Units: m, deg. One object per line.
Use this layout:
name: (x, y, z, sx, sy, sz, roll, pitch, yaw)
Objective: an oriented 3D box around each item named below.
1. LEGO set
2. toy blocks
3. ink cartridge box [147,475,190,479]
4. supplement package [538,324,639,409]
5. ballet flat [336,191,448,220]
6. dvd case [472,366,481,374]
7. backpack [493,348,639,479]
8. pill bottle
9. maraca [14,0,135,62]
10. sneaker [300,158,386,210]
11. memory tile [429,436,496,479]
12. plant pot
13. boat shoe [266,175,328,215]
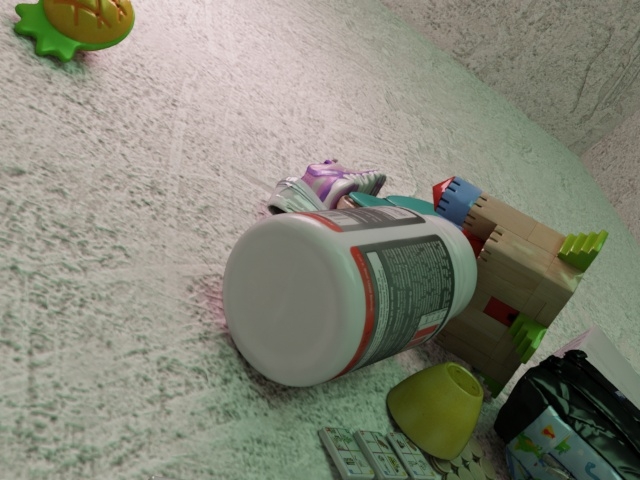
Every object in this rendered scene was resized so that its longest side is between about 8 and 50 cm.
LEGO set: (0.105, 0.343, 0.933, 0.182, 0.060, 0.244, 18, 27, -44)
toy blocks: (0.255, 0.069, 1.241, 0.261, 0.381, 0.190, 31, 53, 14)
ink cartridge box: (-0.028, 0.328, 0.721, 0.333, 0.065, 0.165, 22, 36, -38)
supplement package: (0.521, 0.300, 1.464, 0.194, 0.149, 0.203, 53, 27, 12)
ballet flat: (0.120, -0.026, 1.371, 0.316, 0.106, 0.107, 4, 28, -50)
dvd case: (0.302, 0.209, 1.419, 0.087, 0.013, 0.119, 29, 33, -32)
backpack: (0.452, 0.376, 1.188, 0.356, 0.273, 0.290, 35, 17, 27)
pill bottle: (0.060, 0.059, 1.025, 0.363, 0.210, 0.210, -7, 58, -53)
maraca: (-0.354, -0.326, 1.102, 0.127, 0.099, 0.186, 45, 53, 1)
sneaker: (0.040, -0.106, 1.390, 0.105, 0.095, 0.236, 35, 19, 19)
memory tile: (0.203, 0.319, 1.127, 0.148, 0.012, 0.113, 3, 50, -53)
plant pot: (0.178, 0.232, 1.091, 0.134, 0.095, 0.134, 30, 24, -15)
boat shoe: (0.000, 0.000, 1.213, 0.226, 0.083, 0.075, 43, 54, -10)
